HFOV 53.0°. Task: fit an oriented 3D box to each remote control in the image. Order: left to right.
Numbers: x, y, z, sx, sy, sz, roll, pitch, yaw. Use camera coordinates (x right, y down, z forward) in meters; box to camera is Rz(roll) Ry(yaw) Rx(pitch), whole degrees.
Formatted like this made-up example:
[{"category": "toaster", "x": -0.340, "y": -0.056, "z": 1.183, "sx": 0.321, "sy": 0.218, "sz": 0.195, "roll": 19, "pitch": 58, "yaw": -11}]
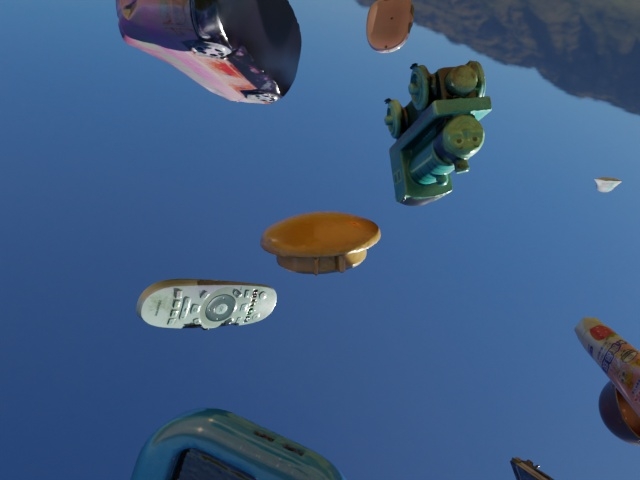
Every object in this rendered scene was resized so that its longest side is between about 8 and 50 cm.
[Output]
[{"category": "remote control", "x": -0.191, "y": 0.107, "z": 1.101, "sx": 0.256, "sy": 0.098, "sz": 0.045, "roll": 7, "pitch": -153, "yaw": -34}]

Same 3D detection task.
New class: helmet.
[{"category": "helmet", "x": 0.557, "y": 0.305, "z": 1.151, "sx": 0.175, "sy": 0.106, "sz": 0.155, "roll": 4, "pitch": -117, "yaw": -29}]

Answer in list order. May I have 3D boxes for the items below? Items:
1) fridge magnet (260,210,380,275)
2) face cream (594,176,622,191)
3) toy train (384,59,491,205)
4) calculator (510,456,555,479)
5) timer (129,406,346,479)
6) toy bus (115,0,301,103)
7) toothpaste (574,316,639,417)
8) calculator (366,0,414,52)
[{"category": "fridge magnet", "x": 0.000, "y": 0.000, "z": 0.761, "sx": 0.142, "sy": 0.063, "sz": 0.143, "roll": -4, "pitch": -164, "yaw": 1}, {"category": "face cream", "x": 0.438, "y": -0.086, "z": 0.984, "sx": 0.038, "sy": 0.020, "sz": 0.115, "roll": 7, "pitch": -177, "yaw": 21}, {"category": "toy train", "x": 0.192, "y": -0.175, "z": 1.073, "sx": 0.119, "sy": 0.194, "sz": 0.298, "roll": -6, "pitch": 174, "yaw": -8}, {"category": "calculator", "x": 0.424, "y": 0.462, "z": 1.026, "sx": 0.028, "sy": 0.166, "sz": 0.274, "roll": -37, "pitch": -144, "yaw": -19}, {"category": "timer", "x": -0.120, "y": 0.408, "z": 0.861, "sx": 0.308, "sy": 0.340, "sz": 0.115, "roll": 21, "pitch": -172, "yaw": 12}, {"category": "toy bus", "x": -0.124, "y": -0.260, "z": 0.776, "sx": 0.147, "sy": 0.128, "sz": 0.302, "roll": 7, "pitch": 179, "yaw": 16}, {"category": "toothpaste", "x": 0.369, "y": 0.152, "z": 0.785, "sx": 0.042, "sy": 0.067, "sz": 0.194, "roll": 17, "pitch": -164, "yaw": -8}, {"category": "calculator", "x": 0.148, "y": -0.473, "z": 1.375, "sx": 0.103, "sy": 0.024, "sz": 0.166, "roll": -1, "pitch": -112, "yaw": 20}]
